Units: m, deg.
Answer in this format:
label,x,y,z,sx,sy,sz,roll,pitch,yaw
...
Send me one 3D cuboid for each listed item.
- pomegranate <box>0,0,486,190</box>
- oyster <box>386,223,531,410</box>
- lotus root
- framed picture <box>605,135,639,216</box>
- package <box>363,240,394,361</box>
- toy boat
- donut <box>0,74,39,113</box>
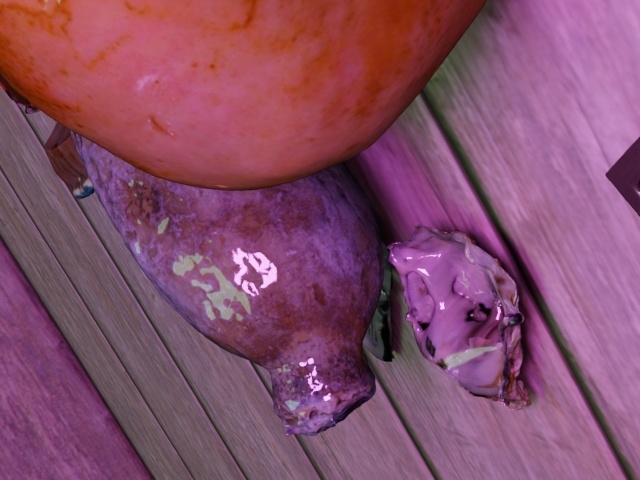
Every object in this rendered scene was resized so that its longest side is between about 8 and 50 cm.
label,x,y,z,sx,sy,sz,roll,pitch,yaw
pomegranate,-0.040,-0.152,0.636,0.252,0.229,0.270,38,157,-15
oyster,0.093,0.053,0.930,0.108,0.053,0.165,22,139,27
lotus root,-0.057,-0.031,0.958,0.349,0.175,0.175,55,163,29
framed picture,0.208,0.006,0.625,0.168,0.023,0.128,52,160,10
package,0.000,0.000,1.105,0.173,0.027,0.171,48,163,26
toy boat,-0.174,-0.095,1.265,0.099,0.108,0.293,30,165,-26
donut,-0.256,-0.235,1.189,0.269,0.103,0.269,48,157,29
